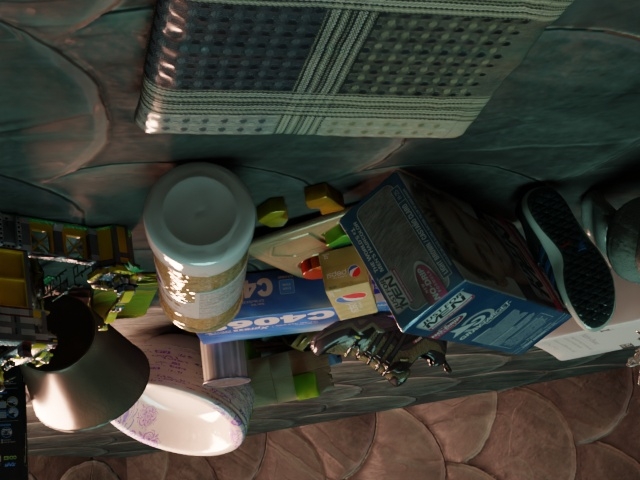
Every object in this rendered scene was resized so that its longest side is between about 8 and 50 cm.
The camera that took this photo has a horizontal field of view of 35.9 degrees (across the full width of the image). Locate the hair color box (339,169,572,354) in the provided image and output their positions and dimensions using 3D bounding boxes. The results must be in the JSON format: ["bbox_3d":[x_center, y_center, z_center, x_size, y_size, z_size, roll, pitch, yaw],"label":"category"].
[{"bbox_3d":[0.188,0.040,1.290,0.105,0.173,0.347,-41,150,21],"label":"hair color box"}]

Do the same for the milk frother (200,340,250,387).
[{"bbox_3d":[-0.142,0.184,1.729,0.143,0.134,0.129,-4,164,-9],"label":"milk frother"}]

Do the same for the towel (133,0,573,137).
[{"bbox_3d":[0.023,-0.170,0.810,0.325,0.056,0.312,0,159,-16],"label":"towel"}]

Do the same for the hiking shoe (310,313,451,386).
[{"bbox_3d":[0.099,0.178,1.584,0.227,0.114,0.086,-6,163,-4],"label":"hiking shoe"}]

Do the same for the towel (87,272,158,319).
[{"bbox_3d":[-0.313,0.094,1.560,0.102,0.021,0.237,-1,162,-17],"label":"towel"}]

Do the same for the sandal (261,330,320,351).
[{"bbox_3d":[-0.013,0.184,1.900,0.220,0.060,0.090,-4,164,12],"label":"sandal"}]

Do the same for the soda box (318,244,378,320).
[{"bbox_3d":[0.042,0.063,1.411,0.061,0.058,0.181,-13,161,3],"label":"soda box"}]

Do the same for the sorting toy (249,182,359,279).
[{"bbox_3d":[0.000,0.000,1.344,0.229,0.041,0.307,-14,162,20],"label":"sorting toy"}]

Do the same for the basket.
[{"bbox_3d":[-0.392,0.190,1.566,0.204,0.154,0.227,-23,153,-9],"label":"basket"}]

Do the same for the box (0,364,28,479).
[{"bbox_3d":[-0.619,0.277,1.565,0.296,0.293,0.073,0,161,-25],"label":"box"}]

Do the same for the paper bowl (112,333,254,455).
[{"bbox_3d":[-0.265,0.284,1.884,0.284,0.148,0.284,10,144,7],"label":"paper bowl"}]

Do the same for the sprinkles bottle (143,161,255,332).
[{"bbox_3d":[-0.147,0.022,1.218,0.121,0.121,0.355,-5,163,-8],"label":"sprinkles bottle"}]

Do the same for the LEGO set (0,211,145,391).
[{"bbox_3d":[-0.381,0.111,1.243,0.331,0.192,0.255,-25,155,29],"label":"LEGO set"}]

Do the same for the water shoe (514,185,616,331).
[{"bbox_3d":[0.324,0.024,1.304,0.073,0.203,0.080,-22,174,-8],"label":"water shoe"}]

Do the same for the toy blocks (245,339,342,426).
[{"bbox_3d":[-0.104,0.291,2.080,0.382,0.190,0.261,-17,173,31],"label":"toy blocks"}]

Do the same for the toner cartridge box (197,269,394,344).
[{"bbox_3d":[-0.031,0.098,1.596,0.348,0.075,0.165,-7,164,-1],"label":"toner cartridge box"}]

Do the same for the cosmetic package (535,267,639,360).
[{"bbox_3d":[0.541,0.077,1.626,0.385,0.156,0.217,-15,160,26],"label":"cosmetic package"}]

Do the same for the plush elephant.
[{"bbox_3d":[0.485,0.009,1.291,0.330,0.272,0.255,-41,117,3],"label":"plush elephant"}]
